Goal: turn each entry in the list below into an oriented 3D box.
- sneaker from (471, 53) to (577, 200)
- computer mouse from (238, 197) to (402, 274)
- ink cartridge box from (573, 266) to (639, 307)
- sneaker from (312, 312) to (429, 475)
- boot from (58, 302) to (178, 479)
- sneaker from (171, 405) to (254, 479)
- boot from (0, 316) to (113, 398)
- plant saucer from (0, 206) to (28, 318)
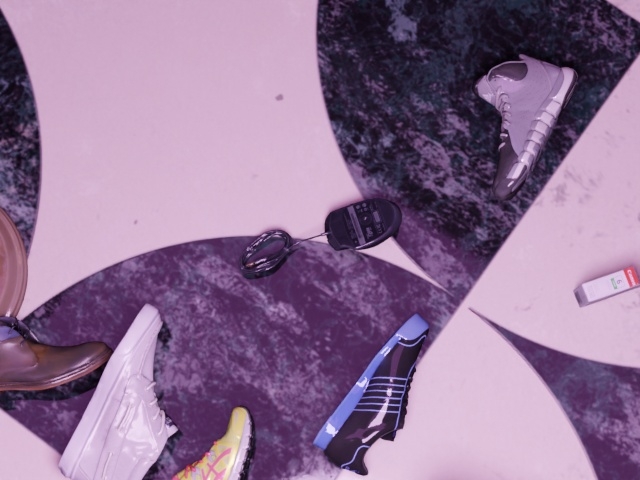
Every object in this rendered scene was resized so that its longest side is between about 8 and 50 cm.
[{"bbox_3d":[0.264,-0.170,1.965,0.132,0.086,0.229,27,69,10],"label":"sneaker"},{"bbox_3d":[0.000,0.000,1.947,0.242,0.041,0.071,-17,69,3],"label":"computer mouse"},{"bbox_3d":[0.415,0.059,1.916,0.115,0.063,0.029,-20,80,-5],"label":"ink cartridge box"},{"bbox_3d":[0.090,0.212,1.878,0.090,0.081,0.232,37,87,5],"label":"sneaker"},{"bbox_3d":[-0.246,0.224,1.873,0.123,0.095,0.258,26,87,-1],"label":"boot"},{"bbox_3d":[-0.150,0.317,1.850,0.094,0.081,0.208,18,78,6],"label":"sneaker"},{"bbox_3d":[-0.399,0.148,1.871,0.219,0.082,0.106,-16,103,-3],"label":"boot"},{"bbox_3d":[-0.552,0.047,1.930,0.277,0.041,0.278,0,77,1],"label":"plant saucer"}]
